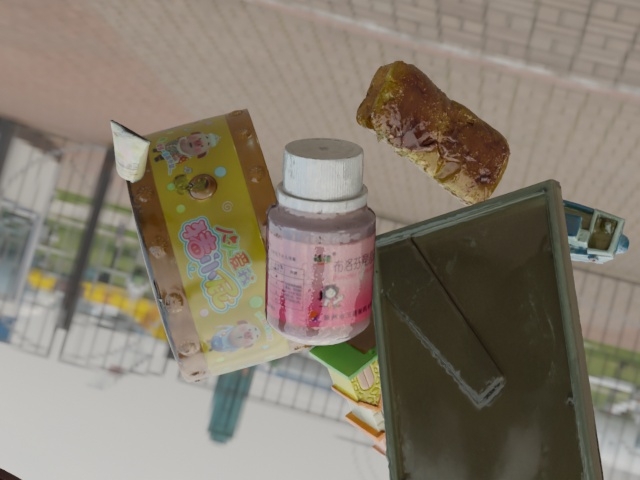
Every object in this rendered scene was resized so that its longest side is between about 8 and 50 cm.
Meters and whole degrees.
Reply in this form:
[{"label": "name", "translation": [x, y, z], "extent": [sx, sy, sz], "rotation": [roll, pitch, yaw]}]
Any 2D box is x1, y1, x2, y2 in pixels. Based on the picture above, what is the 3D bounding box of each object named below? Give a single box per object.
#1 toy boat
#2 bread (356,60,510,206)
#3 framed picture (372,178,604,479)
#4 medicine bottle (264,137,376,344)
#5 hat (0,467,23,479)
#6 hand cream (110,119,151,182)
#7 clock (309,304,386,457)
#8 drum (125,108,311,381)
[{"label": "toy boat", "translation": [0.390, -0.028, 2.053], "extent": [0.215, 0.088, 0.102], "rotation": [16, 168, 22]}, {"label": "bread", "translation": [0.178, -0.159, 1.954], "extent": [0.271, 0.139, 0.077], "rotation": [35, 161, -30]}, {"label": "framed picture", "translation": [0.217, 0.166, 1.766], "extent": [0.326, 0.446, 0.028], "rotation": [-17, 158, 35]}, {"label": "medicine bottle", "translation": [0.000, 0.000, 1.614], "extent": [0.147, 0.247, 0.147], "rotation": [2, -159, -1]}, {"label": "hat", "translation": [-0.466, 0.326, 1.642], "extent": [0.205, 0.089, 0.205], "rotation": [25, 169, 5]}, {"label": "hand cream", "translation": [-0.254, -0.118, 1.703], "extent": [0.061, 0.039, 0.143], "rotation": [31, 161, 4]}, {"label": "clock", "translation": [0.130, 0.232, 2.126], "extent": [0.106, 0.220, 0.255], "rotation": [28, 148, 48]}, {"label": "drum", "translation": [-0.166, 0.007, 2.054], "extent": [0.214, 0.431, 0.431], "rotation": [-16, 176, -3]}]
